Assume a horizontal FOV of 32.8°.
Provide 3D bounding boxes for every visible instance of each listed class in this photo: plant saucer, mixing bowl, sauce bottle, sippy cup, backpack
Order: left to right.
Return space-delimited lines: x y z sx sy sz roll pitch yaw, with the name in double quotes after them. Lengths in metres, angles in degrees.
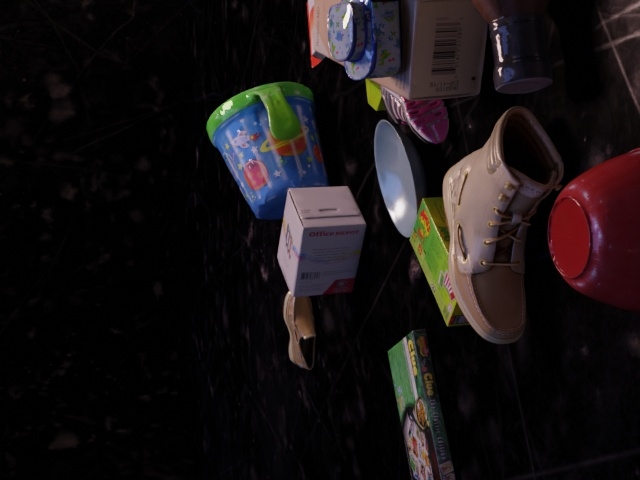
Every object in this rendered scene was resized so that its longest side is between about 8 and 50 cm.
-0.091 -0.171 2.233 0.305 0.240 0.224 15 -129 -63 "sippy cup"
0.059 -0.276 1.476 0.105 0.084 0.114 -167 69 -66 "backpack"
0.135 -0.103 1.750 0.195 0.037 0.195 165 90 -78 "plant saucer"
0.226 -0.352 1.308 0.111 0.111 0.344 151 113 -71 "sauce bottle"
0.305 -0.007 1.148 0.181 0.098 0.181 176 90 -72 "mixing bowl"

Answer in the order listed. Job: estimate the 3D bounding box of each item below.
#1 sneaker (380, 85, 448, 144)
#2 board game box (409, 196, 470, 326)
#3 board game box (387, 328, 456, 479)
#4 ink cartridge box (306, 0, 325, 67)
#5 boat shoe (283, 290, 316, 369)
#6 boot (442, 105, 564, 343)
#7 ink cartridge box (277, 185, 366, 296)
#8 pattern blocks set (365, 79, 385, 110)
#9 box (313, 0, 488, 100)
0.144 -0.200 1.680 0.170 0.063 0.074 55 162 32 "sneaker"
0.190 0.030 1.624 0.092 0.043 0.181 103 156 -43 "board game box"
0.165 0.289 1.793 0.136 0.030 0.259 123 140 -67 "board game box"
-0.014 -0.439 2.186 0.179 0.045 0.145 163 103 -70 "ink cartridge box"
-0.034 0.194 2.381 0.072 0.068 0.190 31 134 55 "boat shoe"
0.239 -0.017 1.377 0.203 0.095 0.261 127 141 -63 "boot"
0.000 0.000 2.094 0.127 0.128 0.176 -112 26 -46 "ink cartridge box"
0.110 -0.361 1.825 0.325 0.026 0.285 -120 31 -55 "pattern blocks set"
0.109 -0.317 1.603 0.311 0.121 0.148 38 132 56 "box"
